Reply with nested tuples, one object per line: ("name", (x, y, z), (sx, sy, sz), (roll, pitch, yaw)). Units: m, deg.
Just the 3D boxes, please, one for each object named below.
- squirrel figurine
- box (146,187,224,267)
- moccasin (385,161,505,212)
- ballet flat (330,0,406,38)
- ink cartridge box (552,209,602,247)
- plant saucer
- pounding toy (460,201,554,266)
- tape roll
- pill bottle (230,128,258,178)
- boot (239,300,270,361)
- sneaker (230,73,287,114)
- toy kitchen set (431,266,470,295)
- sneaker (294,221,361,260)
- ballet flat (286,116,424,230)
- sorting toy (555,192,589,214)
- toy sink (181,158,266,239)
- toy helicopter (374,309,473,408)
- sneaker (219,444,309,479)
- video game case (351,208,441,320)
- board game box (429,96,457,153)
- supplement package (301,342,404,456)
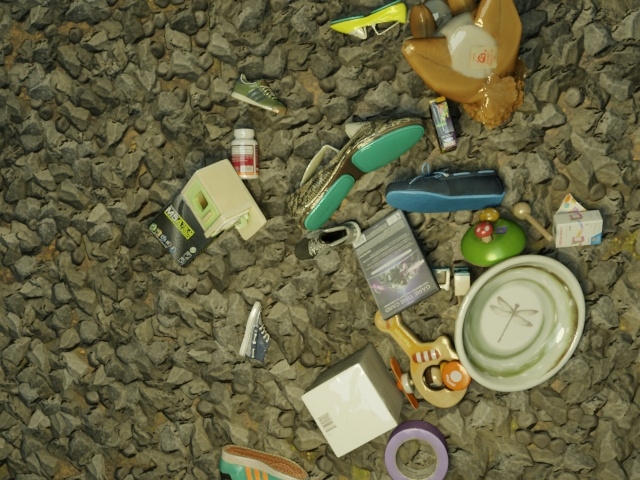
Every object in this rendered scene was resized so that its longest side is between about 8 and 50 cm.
("squirrel figurine", (0.387, -0.495, 1.664), (0.281, 0.370, 0.397), (-40, 114, 11))
("box", (-0.438, -0.039, 1.988), (0.184, 0.045, 0.191), (-42, 85, 13))
("moccasin", (0.355, -0.151, 1.784), (0.341, 0.138, 0.117), (2, 66, -6))
("ballet flat", (0.145, -0.643, 1.820), (0.230, 0.077, 0.077), (-14, 107, 10))
("ink cartridge box", (0.719, -0.032, 1.722), (0.122, 0.052, 0.089), (-5, 129, 13))
("plant saucer", (0.544, 0.224, 1.726), (0.400, 0.100, 0.401), (-3, 104, -14))
("pounding toy", (0.496, -0.038, 1.711), (0.236, 0.183, 0.110), (-24, 125, 4))
("tape roll", (0.291, 0.648, 1.857), (0.188, 0.080, 0.189), (1, 93, 11))
("pill bottle", (-0.236, -0.267, 1.911), (0.086, 0.086, 0.152), (0, 93, 12))
("boot", (-0.193, 0.289, 1.950), (0.086, 0.069, 0.190), (17, 105, 3))
("sneaker", (-0.183, -0.457, 1.898), (0.192, 0.064, 0.086), (22, 102, 13))
("toy kitchen set", (0.323, 0.091, 1.773), (0.207, 0.166, 0.122), (-3, 93, 12))
("sneaker", (0.000, 0.000, 1.842), (0.228, 0.132, 0.086), (-24, 84, 22))
("ballet flat", (0.077, -0.238, 1.826), (0.483, 0.164, 0.182), (-42, 59, 12))
("sorting toy", (0.715, -0.078, 1.751), (0.083, 0.045, 0.075), (43, 120, 7))
("toy sink", (-0.302, -0.101, 1.879), (0.234, 0.131, 0.153), (58, 143, 3))
("toy helicopter", (0.284, 0.349, 1.837), (0.355, 0.140, 0.235), (47, 110, 16))
("sneaker", (-0.183, 0.751, 1.954), (0.302, 0.108, 0.121), (11, 96, 19))
("video game case", (0.213, 0.069, 1.795), (0.196, 0.026, 0.274), (-34, 64, 26))
("board game box", (0.348, -0.324, 1.742), (0.048, 0.170, 0.141), (-17, 91, 11))
("supplement package", (0.103, 0.456, 1.791), (0.198, 0.262, 0.199), (-33, 86, 12))
